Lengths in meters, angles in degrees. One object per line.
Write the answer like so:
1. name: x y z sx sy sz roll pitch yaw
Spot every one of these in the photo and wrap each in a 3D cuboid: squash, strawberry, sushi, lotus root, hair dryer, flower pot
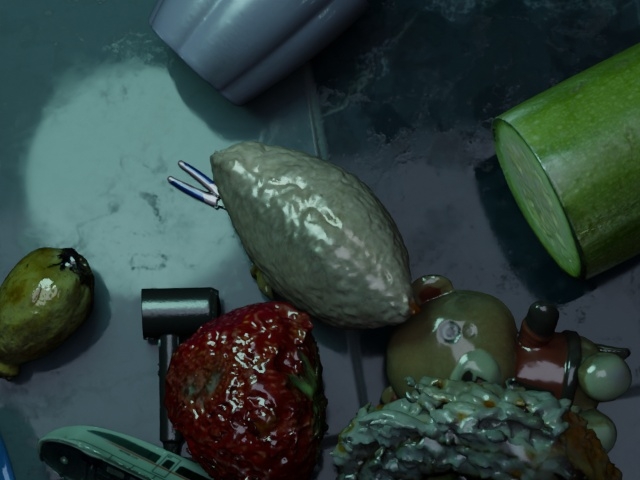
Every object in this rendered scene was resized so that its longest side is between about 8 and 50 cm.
1. squash: 0.459 -0.141 1.887 0.384 0.263 0.263 -28 80 -5
2. strawberry: -0.100 0.211 1.821 0.220 0.274 0.274 -1 79 8
3. sushi: 0.192 0.342 1.774 0.417 0.176 0.418 6 118 12
4. lotus root: -0.397 0.102 1.915 0.138 0.138 0.214 36 92 7
5. hair dryer: -0.195 0.189 1.930 0.114 0.070 0.248 -3 83 1
6. flower pot: -0.106 -0.339 1.954 0.243 0.265 0.265 -45 81 6

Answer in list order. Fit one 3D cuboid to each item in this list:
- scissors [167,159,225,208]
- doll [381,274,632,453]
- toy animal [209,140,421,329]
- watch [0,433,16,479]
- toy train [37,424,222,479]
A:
1. scissors: -0.169 -0.074 2.005 0.113 0.012 0.039 33 81 7
2. doll: 0.252 0.174 1.870 0.329 0.174 0.235 14 111 2
3. toy animal: 0.005 0.005 1.872 0.188 0.226 0.358 -39 61 -12
4. watch: -0.473 0.360 1.831 0.241 0.305 0.275 -16 49 -5
5. toy train: -0.196 0.340 1.868 0.406 0.087 0.088 22 36 16
